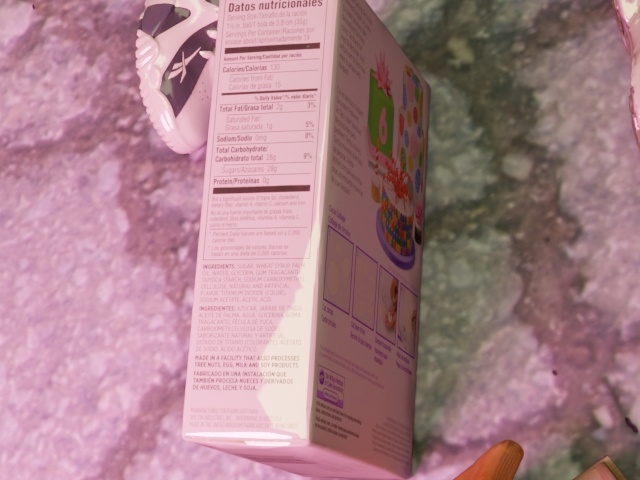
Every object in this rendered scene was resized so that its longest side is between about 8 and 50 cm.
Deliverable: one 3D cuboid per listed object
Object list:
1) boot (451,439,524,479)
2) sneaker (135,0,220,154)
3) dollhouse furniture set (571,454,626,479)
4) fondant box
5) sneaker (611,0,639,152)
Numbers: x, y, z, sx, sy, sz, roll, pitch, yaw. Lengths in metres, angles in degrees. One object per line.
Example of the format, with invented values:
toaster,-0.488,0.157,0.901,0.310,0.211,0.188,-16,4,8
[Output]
boot,0.092,0.224,0.958,0.096,0.280,0.264,34,127,6
sneaker,-0.060,-0.189,1.253,0.153,0.094,0.235,-4,64,26
dollhouse furniture set,0.280,0.325,1.026,0.303,0.174,0.355,-37,92,4
fondant box,0.000,0.000,1.104,0.096,0.238,0.330,0,75,20
sneaker,0.286,-0.131,1.129,0.115,0.090,0.232,-9,74,12
